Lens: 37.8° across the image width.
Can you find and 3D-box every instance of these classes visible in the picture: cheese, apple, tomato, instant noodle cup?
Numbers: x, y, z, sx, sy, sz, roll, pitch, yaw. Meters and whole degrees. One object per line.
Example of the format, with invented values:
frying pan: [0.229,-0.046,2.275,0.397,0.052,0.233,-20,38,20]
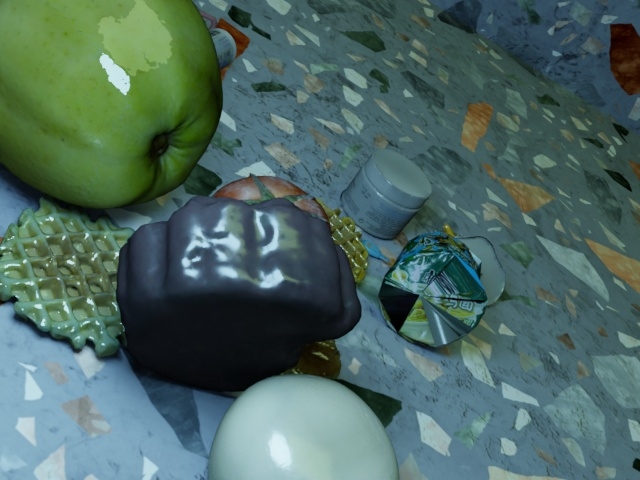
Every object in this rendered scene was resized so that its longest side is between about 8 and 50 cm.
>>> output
cheese: [0.135,0.031,2.208,0.111,0.017,0.047,34,36,-7]
apple: [-0.397,-0.282,1.685,0.474,0.473,0.473,25,35,-19]
tomato: [-0.109,0.012,1.793,0.265,0.265,0.264,25,35,-19]
instant noodle cup: [0.252,0.094,2.071,0.240,0.240,0.178,35,25,-5]

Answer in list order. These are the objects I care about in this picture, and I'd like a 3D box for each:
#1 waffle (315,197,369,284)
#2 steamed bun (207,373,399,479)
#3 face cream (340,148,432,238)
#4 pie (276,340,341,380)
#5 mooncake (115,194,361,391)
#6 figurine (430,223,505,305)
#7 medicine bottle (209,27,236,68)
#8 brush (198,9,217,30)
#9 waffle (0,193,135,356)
waffle: [0.001,-0.001,2.082,0.249,0.056,0.253,28,35,-15]
steamed bun: [-0.017,0.355,1.493,0.324,0.206,0.324,24,36,-19]
face cream: [0.159,-0.112,2.283,0.177,0.153,0.177,27,33,-19]
pie: [-0.040,0.207,1.798,0.195,0.046,0.195,26,36,-20]
mooncake: [-0.144,0.082,1.504,0.351,0.381,0.212,33,43,-49]
figurine: [0.332,0.061,2.308,0.250,0.166,0.141,46,-14,-35]
medicine bottle: [-0.291,-0.458,2.315,0.103,0.102,0.186,39,32,2]
brush: [-0.371,-0.584,2.398,0.234,0.103,0.047,13,36,-36]
waffle: [-0.412,0.059,1.609,0.292,0.056,0.309,30,35,-13]
